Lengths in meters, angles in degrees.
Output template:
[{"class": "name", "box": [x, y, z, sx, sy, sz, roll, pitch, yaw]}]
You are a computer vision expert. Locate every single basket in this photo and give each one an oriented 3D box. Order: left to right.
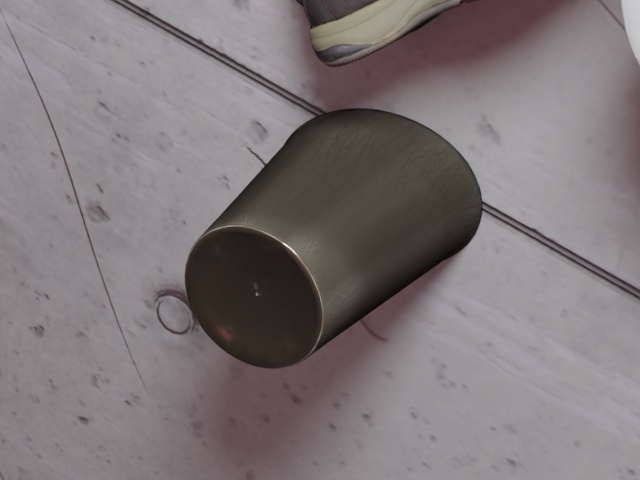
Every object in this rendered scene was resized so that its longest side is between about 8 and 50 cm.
[{"class": "basket", "box": [0.000, 0.000, 1.281, 0.204, 0.227, 0.154, 8, 118, 26]}]

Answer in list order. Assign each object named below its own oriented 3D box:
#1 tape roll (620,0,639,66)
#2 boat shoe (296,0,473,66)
[{"class": "tape roll", "box": [0.343, -0.186, 1.022, 0.246, 0.169, 0.246, 14, 121, 24]}, {"class": "boat shoe", "box": [0.108, -0.249, 1.150, 0.355, 0.132, 0.130, -23, 101, 35]}]
